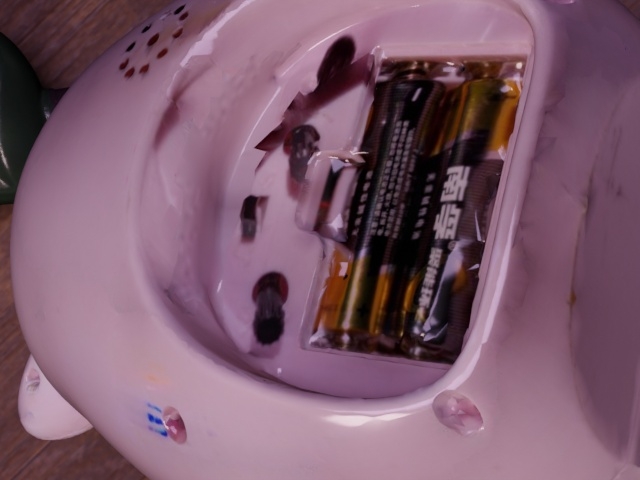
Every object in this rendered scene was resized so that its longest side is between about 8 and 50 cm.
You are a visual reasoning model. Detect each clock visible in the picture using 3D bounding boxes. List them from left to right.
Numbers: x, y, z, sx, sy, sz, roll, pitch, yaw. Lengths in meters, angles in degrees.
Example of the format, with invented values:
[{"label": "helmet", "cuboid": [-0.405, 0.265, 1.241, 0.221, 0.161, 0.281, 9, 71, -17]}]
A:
[{"label": "clock", "cuboid": [0.000, 0.000, 0.723, 0.377, 0.250, 0.368, 5, 73, 33]}]

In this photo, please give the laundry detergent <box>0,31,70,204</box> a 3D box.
[{"label": "laundry detergent", "cuboid": [-0.244, -0.081, 0.889, 0.222, 0.078, 0.144, -12, 88, -9]}]
